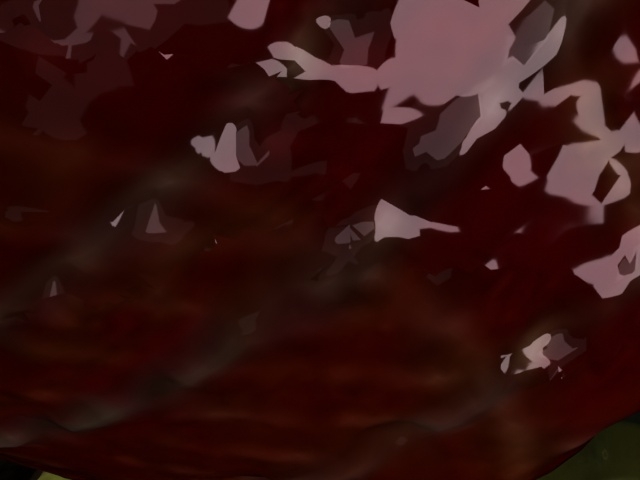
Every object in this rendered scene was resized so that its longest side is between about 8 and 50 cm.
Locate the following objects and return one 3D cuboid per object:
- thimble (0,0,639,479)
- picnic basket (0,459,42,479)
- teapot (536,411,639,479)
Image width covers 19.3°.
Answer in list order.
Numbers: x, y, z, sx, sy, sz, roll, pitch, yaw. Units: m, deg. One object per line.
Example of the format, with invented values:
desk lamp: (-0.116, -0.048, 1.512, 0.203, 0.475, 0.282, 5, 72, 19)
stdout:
thimble: (-0.028, -0.103, 0.472, 0.350, 0.350, 0.230, -41, 133, 24)
picnic basket: (-0.151, 0.103, 0.836, 0.072, 0.083, 0.072, -10, 138, -9)
teapot: (0.103, 0.092, 0.892, 0.130, 0.119, 0.166, -18, 132, -12)
